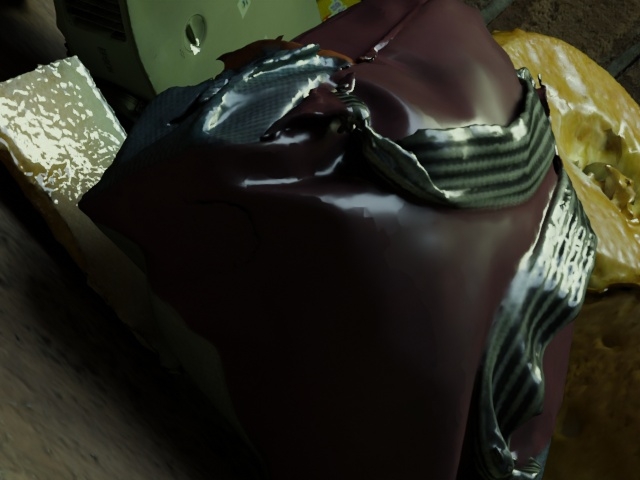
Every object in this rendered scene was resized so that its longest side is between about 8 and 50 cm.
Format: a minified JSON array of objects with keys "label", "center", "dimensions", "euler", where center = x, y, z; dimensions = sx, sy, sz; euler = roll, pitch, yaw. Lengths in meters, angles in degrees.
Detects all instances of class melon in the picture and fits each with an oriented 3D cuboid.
[{"label":"melon","center":[-0.120,-0.013,0.969],"dimensions":[0.182,0.054,0.098],"euler":[54,18,-6]}]

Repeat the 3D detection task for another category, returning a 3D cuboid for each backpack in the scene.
[{"label":"backpack","center":[0.051,0.000,0.972],"dimensions":[0.317,0.197,0.283],"euler":[-45,113,-50]}]

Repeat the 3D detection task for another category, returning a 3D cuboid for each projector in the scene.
[{"label":"projector","center":[-0.093,-0.148,1.168],"dimensions":[0.088,0.193,0.269],"euler":[17,-25,25]}]

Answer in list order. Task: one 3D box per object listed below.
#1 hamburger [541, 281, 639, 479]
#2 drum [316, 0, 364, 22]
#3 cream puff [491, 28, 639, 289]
[{"label":"hamburger","center":[0.238,0.187,1.087],"dimensions":[0.268,0.287,0.445],"euler":[44,15,-32]},{"label":"drum","center":[-0.112,-0.316,1.570],"dimensions":[0.431,0.214,0.431],"euler":[46,11,-12]},{"label":"cream puff","center":[0.171,-0.019,1.603],"dimensions":[0.327,0.231,0.343],"euler":[46,40,-8]}]
